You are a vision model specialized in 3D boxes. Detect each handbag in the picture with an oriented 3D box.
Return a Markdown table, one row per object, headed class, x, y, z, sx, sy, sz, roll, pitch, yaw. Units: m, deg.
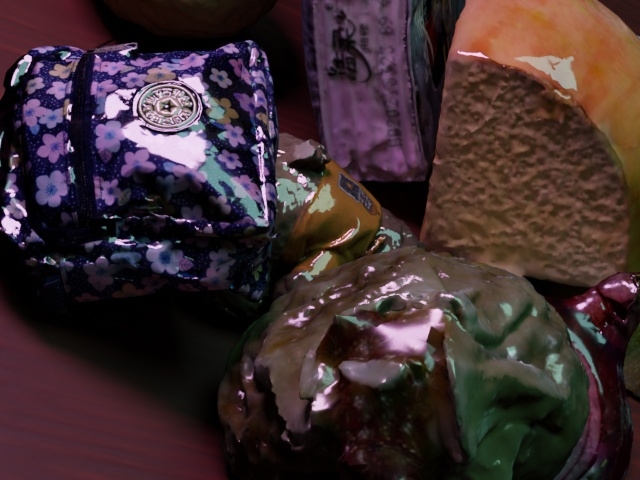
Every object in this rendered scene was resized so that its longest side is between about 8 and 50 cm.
| class | x | y | z | sx | sy | sz | roll | pitch | yaw |
| --- | --- | --- | --- | --- | --- | --- | --- | --- | --- |
| handbag | -0.133 | -0.057 | 1.292 | 0.208 | 0.127 | 0.228 | -1 | 53 | -3 |

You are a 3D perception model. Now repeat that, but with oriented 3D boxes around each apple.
| class | x | y | z | sx | sy | sz | roll | pitch | yaw |
| --- | --- | --- | --- | --- | --- | --- | --- | --- | --- |
| apple | 0.204 | -0.110 | 1.675 | 0.314 | 0.252 | 0.309 | 51 | 33 | -13 |

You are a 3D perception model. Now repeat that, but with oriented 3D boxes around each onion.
| class | x | y | z | sx | sy | sz | roll | pitch | yaw |
| --- | --- | --- | --- | --- | --- | --- | --- | --- | --- |
| onion | 0.166 | 0.105 | 1.343 | 0.195 | 0.218 | 0.140 | 45 | 3 | 28 |

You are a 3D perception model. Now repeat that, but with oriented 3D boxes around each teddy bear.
| class | x | y | z | sx | sy | sz | roll | pitch | yaw |
| --- | --- | --- | --- | --- | --- | --- | --- | --- | --- |
| teddy bear | 0.000 | 0.000 | 1.411 | 0.190 | 0.140 | 0.177 | 32 | 26 | -23 |

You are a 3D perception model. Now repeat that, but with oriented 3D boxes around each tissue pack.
| class | x | y | z | sx | sy | sz | roll | pitch | yaw |
| --- | --- | --- | --- | --- | --- | --- | --- | --- | --- |
| tissue pack | 0.070 | -0.239 | 1.714 | 0.122 | 0.259 | 0.361 | -2 | 26 | 12 |

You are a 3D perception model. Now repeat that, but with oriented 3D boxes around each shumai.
| class | x | y | z | sx | sy | sz | roll | pitch | yaw |
| --- | --- | --- | --- | --- | --- | --- | --- | --- | --- |
| shumai | 0.053 | 0.088 | 1.189 | 0.218 | 0.256 | 0.189 | 73 | 12 | -81 |

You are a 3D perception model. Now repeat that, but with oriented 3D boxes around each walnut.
| class | x | y | z | sx | sy | sz | roll | pitch | yaw |
| --- | --- | --- | --- | --- | --- | --- | --- | --- | --- |
| walnut | -0.108 | -0.278 | 1.630 | 0.198 | 0.198 | 0.245 | 46 | 31 | 17 |

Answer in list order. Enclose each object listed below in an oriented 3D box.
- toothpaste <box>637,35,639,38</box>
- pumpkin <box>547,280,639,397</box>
| class | x | y | z | sx | sy | sz | roll | pitch | yaw |
| --- | --- | --- | --- | --- | --- | --- | --- | --- | --- |
| toothpaste | 0.321 | -0.213 | 2.108 | 0.313 | 0.071 | 0.089 | 20 | 37 | -26 |
| pumpkin | 0.330 | 0.063 | 1.687 | 0.217 | 0.110 | 0.217 | 29 | 33 | -21 |
